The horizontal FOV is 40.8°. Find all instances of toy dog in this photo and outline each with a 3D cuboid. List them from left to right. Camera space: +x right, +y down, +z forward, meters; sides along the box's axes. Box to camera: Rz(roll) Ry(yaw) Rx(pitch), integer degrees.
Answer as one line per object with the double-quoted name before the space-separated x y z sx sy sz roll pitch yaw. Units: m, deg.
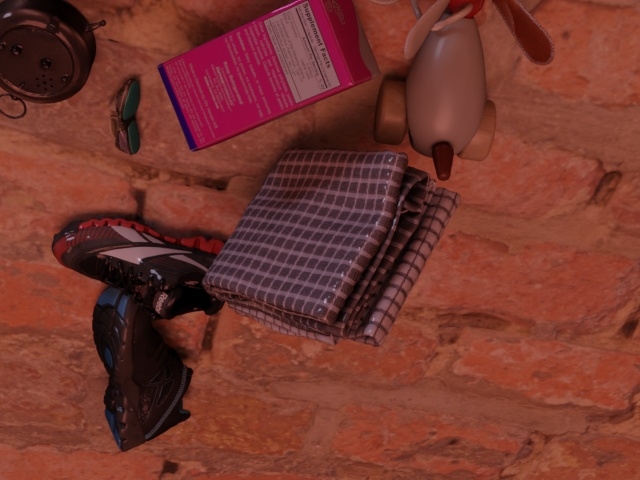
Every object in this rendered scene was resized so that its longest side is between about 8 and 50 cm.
"toy dog" 0.158 -0.206 1.016 0.220 0.161 0.333 -10 132 6

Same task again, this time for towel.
"towel" 0.000 0.000 1.070 0.284 0.235 0.121 8 151 50

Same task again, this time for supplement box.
"supplement box" -0.059 -0.197 1.003 0.220 0.111 0.113 -17 99 23

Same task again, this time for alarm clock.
"alarm clock" -0.352 -0.216 1.052 0.129 0.064 0.192 24 130 -23

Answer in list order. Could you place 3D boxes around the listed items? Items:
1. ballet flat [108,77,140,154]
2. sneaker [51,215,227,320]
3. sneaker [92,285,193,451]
"ballet flat" -0.258 -0.163 1.120 0.041 0.041 0.114 4 130 -6
"sneaker" -0.252 0.045 1.241 0.276 0.135 0.097 12 132 -11
"sneaker" -0.287 0.194 1.409 0.140 0.125 0.340 -16 134 -25
